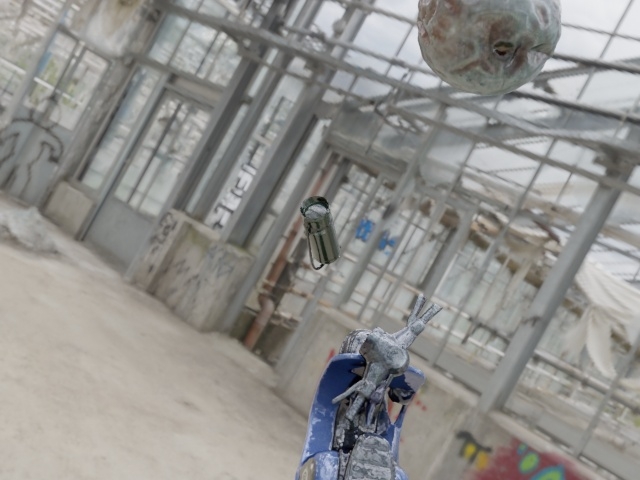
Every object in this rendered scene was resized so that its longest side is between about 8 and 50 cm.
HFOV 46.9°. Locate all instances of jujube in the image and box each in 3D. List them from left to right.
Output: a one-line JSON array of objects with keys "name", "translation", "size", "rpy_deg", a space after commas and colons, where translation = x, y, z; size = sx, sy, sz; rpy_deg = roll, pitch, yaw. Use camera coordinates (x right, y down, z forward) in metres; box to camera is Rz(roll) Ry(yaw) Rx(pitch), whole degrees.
[{"name": "jujube", "translation": [0.287, -0.386, 1.262], "size": [0.247, 0.215, 0.308], "rpy_deg": [0, 35, 0]}]

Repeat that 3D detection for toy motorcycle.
[{"name": "toy motorcycle", "translation": [0.049, 0.224, 0.771], "size": [0.125, 0.358, 0.212], "rpy_deg": [14, -41, -7]}]

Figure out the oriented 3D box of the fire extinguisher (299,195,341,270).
[{"name": "fire extinguisher", "translation": [0.000, 0.000, 0.629], "size": [0.025, 0.038, 0.083], "rpy_deg": [28, -26, 28]}]
